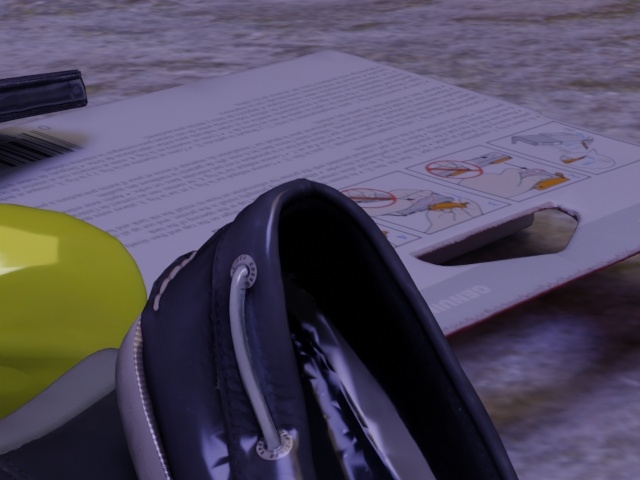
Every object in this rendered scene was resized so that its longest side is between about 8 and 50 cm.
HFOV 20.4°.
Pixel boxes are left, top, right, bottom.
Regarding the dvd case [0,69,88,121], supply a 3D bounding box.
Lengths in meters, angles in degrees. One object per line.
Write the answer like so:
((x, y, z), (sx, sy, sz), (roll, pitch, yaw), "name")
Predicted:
((-0.216, -0.029, 0.623), (0.221, 0.018, 0.164), (-8, 6, 24), "dvd case")

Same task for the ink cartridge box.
((0.000, 0.000, 0.658), (0.239, 0.060, 0.275), (22, 28, 37), "ink cartridge box")

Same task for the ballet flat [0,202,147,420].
((-0.167, 0.020, 0.521), (0.231, 0.077, 0.077), (0, -16, 19), "ballet flat")

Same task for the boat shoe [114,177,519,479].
((0.019, 0.078, 0.345), (0.075, 0.065, 0.206), (-2, 52, -37), "boat shoe")

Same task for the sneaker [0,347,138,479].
((-0.028, 0.087, 0.398), (0.118, 0.083, 0.222), (10, 22, 11), "sneaker")
